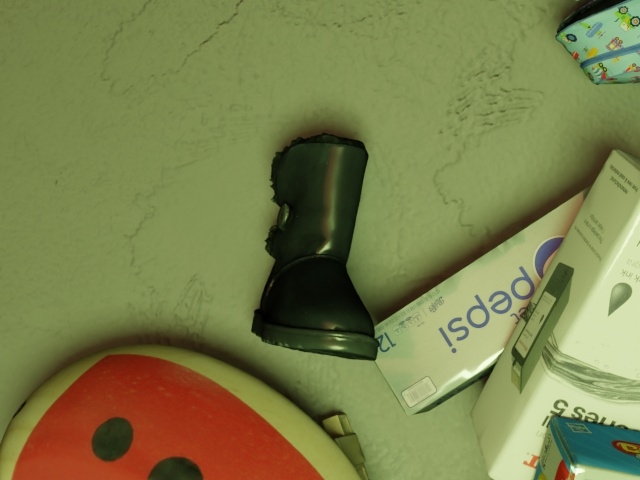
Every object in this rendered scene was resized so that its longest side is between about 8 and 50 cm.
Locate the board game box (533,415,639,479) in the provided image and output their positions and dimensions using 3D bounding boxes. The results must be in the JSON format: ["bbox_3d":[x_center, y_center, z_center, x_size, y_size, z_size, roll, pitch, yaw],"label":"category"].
[{"bbox_3d":[0.295,0.314,0.742,0.308,0.086,0.302,11,105,-2],"label":"board game box"}]

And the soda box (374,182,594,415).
[{"bbox_3d":[0.186,0.053,0.902,0.286,0.098,0.091,-34,74,10],"label":"soda box"}]

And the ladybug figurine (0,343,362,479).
[{"bbox_3d":[-0.143,0.267,0.914,0.449,0.162,0.305,16,100,27],"label":"ladybug figurine"}]

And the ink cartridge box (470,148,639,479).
[{"bbox_3d":[0.274,0.093,0.789,0.198,0.115,0.273,22,108,-7],"label":"ink cartridge box"}]

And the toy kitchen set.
[{"bbox_3d":[-0.001,0.224,0.953,0.075,0.068,0.083,-23,76,14],"label":"toy kitchen set"}]

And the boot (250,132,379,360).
[{"bbox_3d":[0.000,0.000,0.909,0.094,0.246,0.207,10,88,-15],"label":"boot"}]

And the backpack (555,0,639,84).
[{"bbox_3d":[0.310,-0.188,0.871,0.173,0.158,0.117,-19,95,28],"label":"backpack"}]
